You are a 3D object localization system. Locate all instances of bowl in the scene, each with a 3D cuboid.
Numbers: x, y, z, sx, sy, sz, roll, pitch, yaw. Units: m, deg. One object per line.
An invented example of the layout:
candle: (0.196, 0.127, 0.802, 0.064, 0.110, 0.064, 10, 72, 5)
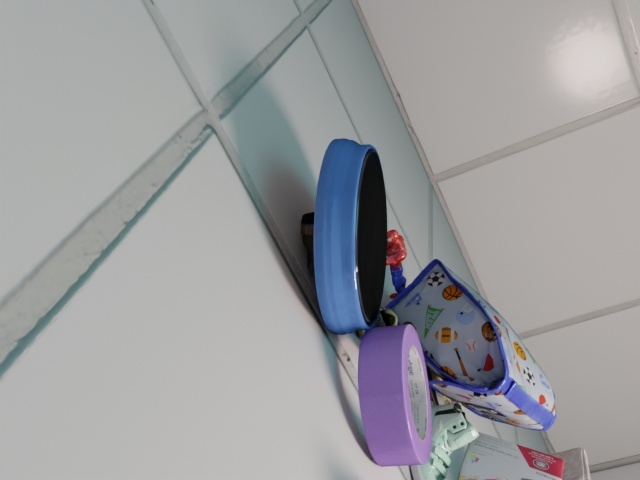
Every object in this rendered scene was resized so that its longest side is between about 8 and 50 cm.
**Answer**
bowl: (0.071, -0.008, 1.379, 0.391, 0.077, 0.391, 0, 90, -76)

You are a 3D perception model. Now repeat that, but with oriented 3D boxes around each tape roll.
tape roll: (0.154, 0.309, 1.385, 0.275, 0.090, 0.274, -9, 90, -72)

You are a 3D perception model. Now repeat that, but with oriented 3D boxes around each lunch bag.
lunch bag: (0.382, 0.287, 1.697, 0.328, 0.239, 0.385, 38, 7, -43)

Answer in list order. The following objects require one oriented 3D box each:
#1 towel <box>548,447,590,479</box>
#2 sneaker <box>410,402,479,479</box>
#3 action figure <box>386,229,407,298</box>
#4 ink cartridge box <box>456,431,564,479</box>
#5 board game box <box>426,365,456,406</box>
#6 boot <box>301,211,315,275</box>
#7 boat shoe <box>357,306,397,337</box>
towel: (0.531, 0.653, 1.793, 0.053, 0.332, 0.317, 69, 19, -2)
sneaker: (0.284, 0.478, 1.557, 0.256, 0.151, 0.094, -90, 155, -44)
action figure: (0.156, 0.079, 1.745, 0.091, 0.139, 0.280, -96, 179, -45)
ink cartridge box: (0.408, 0.595, 1.542, 0.306, 0.226, 0.131, -45, 146, -59)
board game box: (0.331, 0.422, 1.922, 0.243, 0.042, 0.165, 38, 36, -58)
boot: (0.000, 0.000, 1.421, 0.219, 0.082, 0.106, -42, 132, -75)
boat shoe: (0.143, 0.191, 1.580, 0.223, 0.073, 0.080, 23, 49, -65)
